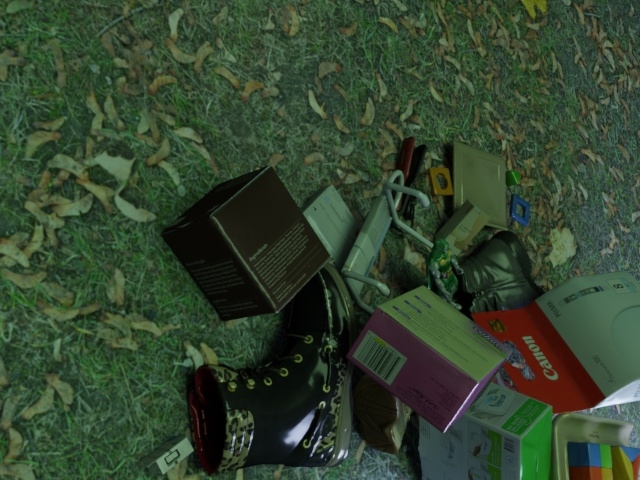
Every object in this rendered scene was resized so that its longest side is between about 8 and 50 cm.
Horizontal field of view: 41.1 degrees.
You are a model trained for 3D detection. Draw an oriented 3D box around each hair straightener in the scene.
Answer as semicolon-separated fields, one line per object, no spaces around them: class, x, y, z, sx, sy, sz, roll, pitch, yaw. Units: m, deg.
hair straightener;0.203;-0.108;1.865;0.089;0.047;0.230;23;67;-34

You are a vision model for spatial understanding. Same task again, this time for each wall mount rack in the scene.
wall mount rack;0.152;0.047;1.727;0.350;0.131;0.304;-64;157;-17

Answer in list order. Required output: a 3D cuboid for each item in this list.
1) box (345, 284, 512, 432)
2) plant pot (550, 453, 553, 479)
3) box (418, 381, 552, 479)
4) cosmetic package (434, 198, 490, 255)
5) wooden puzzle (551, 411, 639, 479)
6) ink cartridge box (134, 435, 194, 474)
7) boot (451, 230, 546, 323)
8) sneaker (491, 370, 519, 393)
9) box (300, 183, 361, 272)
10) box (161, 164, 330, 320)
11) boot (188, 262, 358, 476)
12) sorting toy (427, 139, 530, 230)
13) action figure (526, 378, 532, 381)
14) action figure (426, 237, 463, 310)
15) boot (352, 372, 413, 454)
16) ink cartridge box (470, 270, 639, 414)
box;0.200;0.204;1.534;0.214;0.117;0.243;36;20;18
plant pot;0.531;0.568;1.889;0.228;0.207;0.227;0;81;-40
box;0.319;0.417;1.675;0.127;0.231;0.261;-31;125;-39
cosmetic package;0.316;-0.029;1.903;0.060;0.041;0.115;31;106;-30
wooden puzzle;0.578;0.533;1.725;0.322;0.081;0.347;18;70;-44
ink cartridge box;-0.254;0.354;1.387;0.083;0.048;0.028;-33;102;-38
boot;0.420;0.166;1.964;0.223;0.118;0.338;-35;96;-32
sneaker;0.335;0.324;1.839;0.314;0.116;0.136;50;56;-21
box;0.000;0.000;1.681;0.186;0.038;0.145;-47;112;-34
box;-0.128;0.009;1.487;0.167;0.169;0.203;-44;110;-36
boot;-0.081;0.226;1.499;0.284;0.138;0.377;1;90;-39
sorting toy;0.364;-0.125;2.006;0.348;0.047;0.195;13;69;-37
action figure;0.465;0.366;1.996;0.115;0.030;0.038;-33;107;-37
action figure;0.252;0.079;1.754;0.137;0.064;0.232;-55;147;-32
boot;0.147;0.270;1.652;0.203;0.095;0.261;-60;151;-33
ink cartridge box;0.555;0.203;1.788;0.385;0.091;0.308;-5;38;-17
